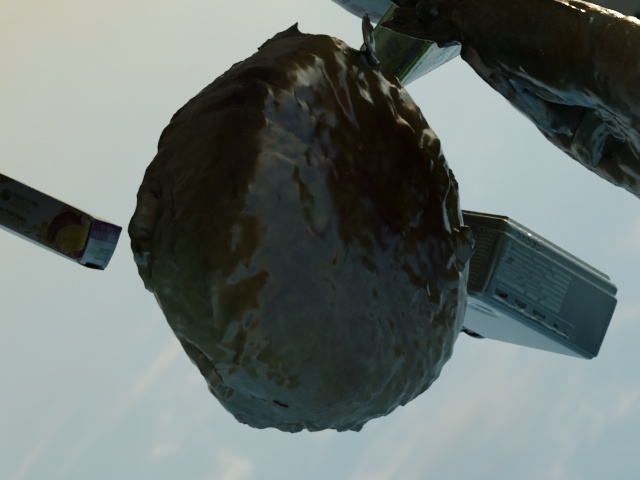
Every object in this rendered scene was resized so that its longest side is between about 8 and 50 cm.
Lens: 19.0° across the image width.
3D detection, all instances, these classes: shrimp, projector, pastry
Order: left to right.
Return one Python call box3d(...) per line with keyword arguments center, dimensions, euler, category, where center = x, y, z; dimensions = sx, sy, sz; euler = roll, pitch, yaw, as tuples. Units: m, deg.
box3d(center=(0.000, 0.000, 1.492), dimensions=(0.136, 0.330, 0.330), euler=(-18, -146, 41), category="pastry")
box3d(center=(0.165, 0.036, 2.012), dimensions=(0.256, 0.192, 0.099), euler=(9, -107, 56), category="projector")
box3d(center=(0.182, -0.123, 1.502), dimensions=(0.317, 0.168, 0.077), euler=(27, -128, 32), category="shrimp")

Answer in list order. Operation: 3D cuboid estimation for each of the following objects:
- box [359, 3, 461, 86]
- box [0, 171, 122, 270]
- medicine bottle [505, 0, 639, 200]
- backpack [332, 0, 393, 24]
box3d(center=(0.156, -0.238, 1.893), dimensions=(0.220, 0.064, 0.141), euler=(-33, 175, -20), category="box")
box3d(center=(-0.249, -0.033, 1.467), dimensions=(0.041, 0.207, 0.050), euler=(-67, 157, 2), category="box")
box3d(center=(0.373, -0.105, 1.688), dimensions=(0.219, 0.388, 0.219), euler=(-55, -179, 1), category="medicine bottle")
box3d(center=(0.089, -0.370, 2.027), dimensions=(0.317, 0.283, 0.197), euler=(-44, -145, 52), category="backpack")
